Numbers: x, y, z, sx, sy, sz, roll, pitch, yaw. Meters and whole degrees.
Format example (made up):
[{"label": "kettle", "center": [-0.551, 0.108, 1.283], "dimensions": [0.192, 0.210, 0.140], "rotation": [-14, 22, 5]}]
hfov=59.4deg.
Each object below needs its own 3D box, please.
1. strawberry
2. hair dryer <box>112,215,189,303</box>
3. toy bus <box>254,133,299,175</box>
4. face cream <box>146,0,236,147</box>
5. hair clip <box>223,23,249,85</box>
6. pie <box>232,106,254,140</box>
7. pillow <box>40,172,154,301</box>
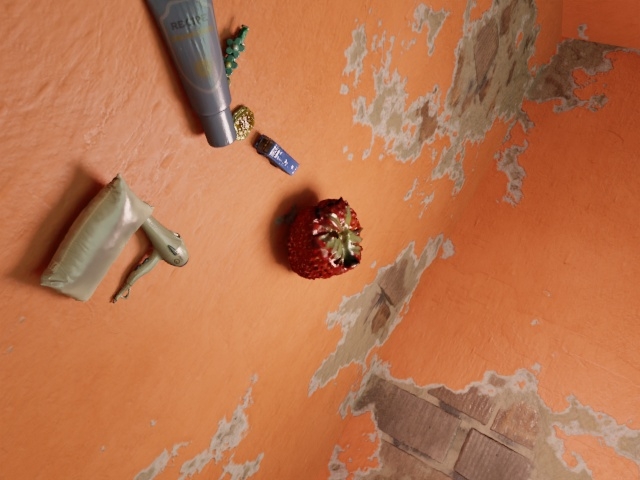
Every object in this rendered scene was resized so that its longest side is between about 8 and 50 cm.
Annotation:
[{"label": "strawberry", "center": [0.000, 0.004, 1.704], "dimensions": [0.261, 0.257, 0.261], "rotation": [10, 77, -48]}, {"label": "hair dryer", "center": [-0.399, 0.028, 1.230], "dimensions": [0.199, 0.067, 0.167], "rotation": [-33, 129, -23]}, {"label": "toy bus", "center": [-0.113, -0.224, 1.481], "dimensions": [0.051, 0.061, 0.153], "rotation": [-59, 152, -2]}, {"label": "face cream", "center": [-0.247, -0.364, 1.139], "dimensions": [0.135, 0.086, 0.385], "rotation": [-19, 134, -9]}, {"label": "hair clip", "center": [-0.203, -0.395, 1.239], "dimensions": [0.049, 0.049, 0.173], "rotation": [15, 99, -60]}, {"label": "pie", "center": [-0.190, -0.281, 1.355], "dimensions": [0.084, 0.020, 0.084], "rotation": [-37, 139, -41]}, {"label": "pillow", "center": [-0.433, 0.001, 1.106], "dimensions": [0.254, 0.078, 0.144], "rotation": [-58, 153, -10]}]
